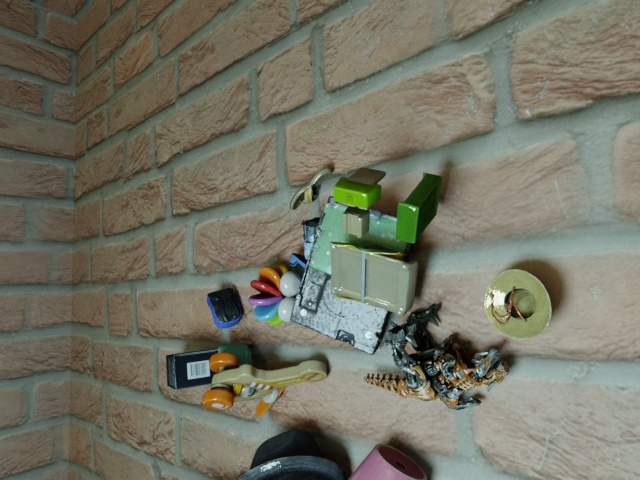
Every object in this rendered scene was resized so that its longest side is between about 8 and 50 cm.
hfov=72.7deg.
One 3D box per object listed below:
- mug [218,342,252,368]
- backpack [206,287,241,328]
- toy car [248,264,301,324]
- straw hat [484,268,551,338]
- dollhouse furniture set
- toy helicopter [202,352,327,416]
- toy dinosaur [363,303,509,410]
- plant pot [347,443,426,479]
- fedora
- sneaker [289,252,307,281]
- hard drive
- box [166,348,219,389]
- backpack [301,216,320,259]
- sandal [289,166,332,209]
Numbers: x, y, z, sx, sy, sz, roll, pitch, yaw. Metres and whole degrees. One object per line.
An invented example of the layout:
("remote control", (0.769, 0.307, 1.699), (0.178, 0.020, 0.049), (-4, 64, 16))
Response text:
("mug", (-0.267, 0.395, 1.391), (0.157, 0.098, 0.129), (104, 159, -72))
("backpack", (-0.318, 0.235, 1.459), (0.120, 0.098, 0.101), (59, 152, 27))
("toy car", (-0.149, 0.161, 1.284), (0.159, 0.136, 0.181), (3, 89, 41))
("straw hat", (0.400, 0.123, 0.855), (0.144, 0.061, 0.144), (3, 94, 58))
("dollhouse furniture set", (0.140, -0.001, 0.990), (0.198, 0.151, 0.301), (16, 126, 24))
("toy helicopter", (-0.141, 0.410, 1.244), (0.355, 0.235, 0.140), (-17, 46, 17))
("toy dinosaur", (0.228, 0.275, 0.948), (0.322, 0.164, 0.218), (-25, 87, 15))
("plant pot", (0.141, 0.577, 0.977), (0.201, 0.201, 0.180), (26, 88, 40))
("fedora", (-0.095, 0.620, 1.161), (0.334, 0.334, 0.152), (-55, 25, 24))
("sneaker", (-0.019, 0.124, 1.210), (0.232, 0.081, 0.090), (39, 105, 35))
("hard drive", (0.081, 0.082, 1.083), (0.237, 0.064, 0.338), (19, 99, 17))
("box", (-0.428, 0.429, 1.459), (0.207, 0.153, 0.108), (-26, 68, 60))
("backpack", (0.000, 0.000, 1.189), (0.084, 0.105, 0.114), (8, 102, 21))
("sandal", (-0.025, -0.141, 1.253), (0.180, 0.072, 0.049), (-41, 83, 27))
